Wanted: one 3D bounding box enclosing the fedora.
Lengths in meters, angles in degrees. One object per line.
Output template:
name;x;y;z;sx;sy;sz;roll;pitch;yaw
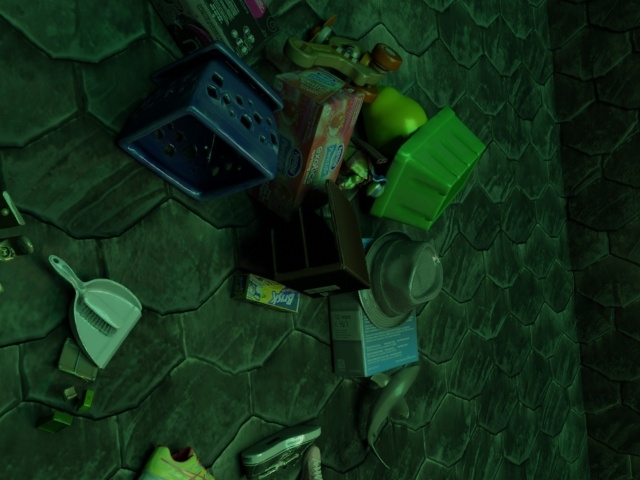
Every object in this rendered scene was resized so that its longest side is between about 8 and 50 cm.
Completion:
fedora;0.226;0.097;1.661;0.275;0.124;0.244;-42;115;-43

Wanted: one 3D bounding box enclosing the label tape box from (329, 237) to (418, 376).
label tape box;0.141;0.170;1.735;0.249;0.115;0.348;-2;85;-49

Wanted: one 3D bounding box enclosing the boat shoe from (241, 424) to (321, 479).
boat shoe;-0.086;0.483;1.479;0.219;0.077;0.070;-12;95;-40

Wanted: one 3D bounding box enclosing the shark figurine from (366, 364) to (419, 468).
shark figurine;0.181;0.456;1.690;0.166;0.116;0.278;24;91;-48

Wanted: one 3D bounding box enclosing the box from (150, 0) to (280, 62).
box;-0.233;-0.490;1.349;0.247;0.142;0.163;57;50;-27

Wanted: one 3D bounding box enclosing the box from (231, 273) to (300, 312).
box;-0.122;0.123;1.483;0.169;0.054;0.059;23;70;-46

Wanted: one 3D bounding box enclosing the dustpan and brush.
dustpan and brush;-0.411;0.107;1.146;0.211;0.060;0.147;49;44;-23

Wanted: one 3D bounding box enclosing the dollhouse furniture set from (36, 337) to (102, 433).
dollhouse furniture set;-0.442;0.256;1.133;0.076;0.058;0.152;32;44;-34

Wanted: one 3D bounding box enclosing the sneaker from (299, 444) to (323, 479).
sneaker;-0.011;0.565;1.555;0.051;0.070;0.134;36;59;-38

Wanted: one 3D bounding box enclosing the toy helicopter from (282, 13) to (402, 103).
toy helicopter;0.026;-0.475;1.623;0.355;0.140;0.235;-14;59;-51

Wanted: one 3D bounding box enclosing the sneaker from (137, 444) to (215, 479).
sneaker;-0.256;0.461;1.280;0.208;0.081;0.094;36;59;-40

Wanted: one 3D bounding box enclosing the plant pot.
plant pot;-0.221;-0.240;1.281;0.236;0.236;0.212;37;53;-40

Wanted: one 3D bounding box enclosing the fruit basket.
fruit basket;0.242;-0.256;1.828;0.392;0.392;0.283;-36;156;-44

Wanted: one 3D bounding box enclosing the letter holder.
letter holder;0.000;0.000;1.477;0.302;0.152;0.215;38;42;-71

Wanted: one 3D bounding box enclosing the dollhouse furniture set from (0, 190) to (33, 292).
dollhouse furniture set;-0.530;0.027;0.978;0.151;0.123;0.144;-41;116;-42

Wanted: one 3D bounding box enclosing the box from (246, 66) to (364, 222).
box;-0.038;-0.212;1.430;0.154;0.142;0.300;-28;146;-47

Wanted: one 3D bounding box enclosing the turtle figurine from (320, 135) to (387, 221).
turtle figurine;0.020;-0.185;1.638;0.198;0.274;0.266;-43;99;-17
